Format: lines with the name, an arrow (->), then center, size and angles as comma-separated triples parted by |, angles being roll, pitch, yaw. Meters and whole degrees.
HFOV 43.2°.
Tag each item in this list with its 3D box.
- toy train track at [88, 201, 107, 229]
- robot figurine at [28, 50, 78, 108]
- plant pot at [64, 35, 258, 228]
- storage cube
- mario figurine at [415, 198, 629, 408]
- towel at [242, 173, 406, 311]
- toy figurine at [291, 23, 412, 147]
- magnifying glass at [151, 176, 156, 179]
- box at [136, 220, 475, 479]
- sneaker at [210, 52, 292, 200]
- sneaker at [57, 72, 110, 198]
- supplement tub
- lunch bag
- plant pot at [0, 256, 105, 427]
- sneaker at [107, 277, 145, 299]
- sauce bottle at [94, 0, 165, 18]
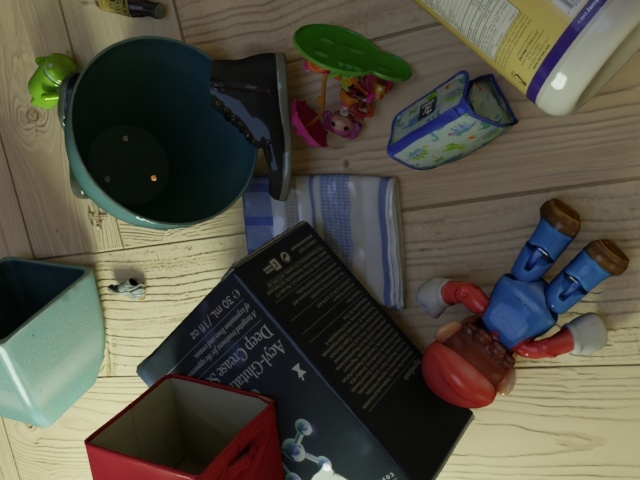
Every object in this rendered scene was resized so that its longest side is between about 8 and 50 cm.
toy train track -> -0.422, -0.060, 1.508 | 0.048, 0.014, 0.083 | 3, 105, 29
robot figurine -> -0.476, -0.286, 1.442 | 0.115, 0.067, 0.101 | -39, 53, 33
plant pot -> -0.270, -0.143, 1.264 | 0.195, 0.290, 0.290 | -23, 92, 56
storage cube -> -0.176, 0.322, 1.103 | 0.214, 0.183, 0.193 | 6, 115, 28
mario figurine -> 0.263, 0.097, 1.118 | 0.321, 0.170, 0.198 | -51, 41, 20
towel -> 0.000, 0.000, 1.269 | 0.284, 0.034, 0.209 | 4, 105, 30
toy figurine -> 0.026, -0.203, 1.169 | 0.173, 0.130, 0.159 | 18, 129, -1
magnifying glass -> -0.297, -0.220, 1.386 | 0.092, 0.026, 0.231 | 9, 107, 28
box -> -0.027, 0.228, 1.218 | 0.395, 0.212, 0.293 | 48, 125, 4
sneaker -> -0.103, -0.168, 1.223 | 0.118, 0.083, 0.222 | -4, 96, -2
sneaker -> -0.382, -0.178, 1.411 | 0.130, 0.087, 0.228 | 7, 110, 27
supplement tub -> 0.228, -0.329, 0.918 | 0.331, 0.241, 0.241 | 44, 121, 13
lunch bag -> 0.167, -0.153, 1.058 | 0.128, 0.151, 0.096 | -31, 88, 34
plant pot -> -0.563, 0.209, 1.542 | 0.247, 0.248, 0.252 | 6, 123, 28
sneaker -> -0.359, 0.087, 1.508 | 0.083, 0.032, 0.037 | 9, 95, 23
sauce bottle -> -0.314, -0.390, 1.333 | 0.128, 0.042, 0.042 | 18, 112, 26
